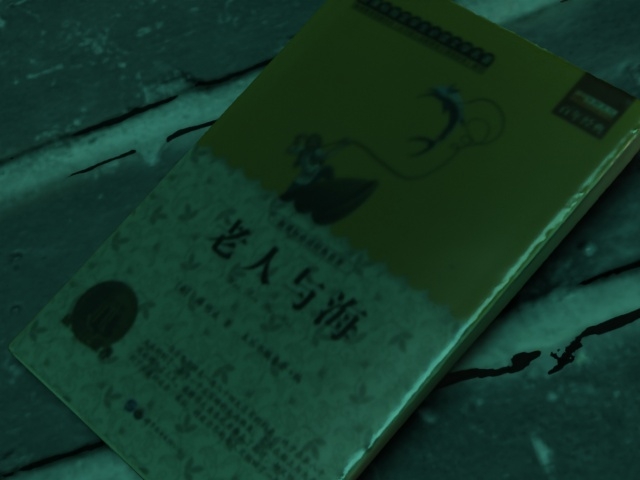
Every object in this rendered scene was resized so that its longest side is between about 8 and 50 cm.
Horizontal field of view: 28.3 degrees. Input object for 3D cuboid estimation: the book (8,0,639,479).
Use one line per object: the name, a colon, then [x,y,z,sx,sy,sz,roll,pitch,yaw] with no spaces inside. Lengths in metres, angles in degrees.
book: [0.000,0.000,0.843,0.269,0.032,0.389,34,78,32]
